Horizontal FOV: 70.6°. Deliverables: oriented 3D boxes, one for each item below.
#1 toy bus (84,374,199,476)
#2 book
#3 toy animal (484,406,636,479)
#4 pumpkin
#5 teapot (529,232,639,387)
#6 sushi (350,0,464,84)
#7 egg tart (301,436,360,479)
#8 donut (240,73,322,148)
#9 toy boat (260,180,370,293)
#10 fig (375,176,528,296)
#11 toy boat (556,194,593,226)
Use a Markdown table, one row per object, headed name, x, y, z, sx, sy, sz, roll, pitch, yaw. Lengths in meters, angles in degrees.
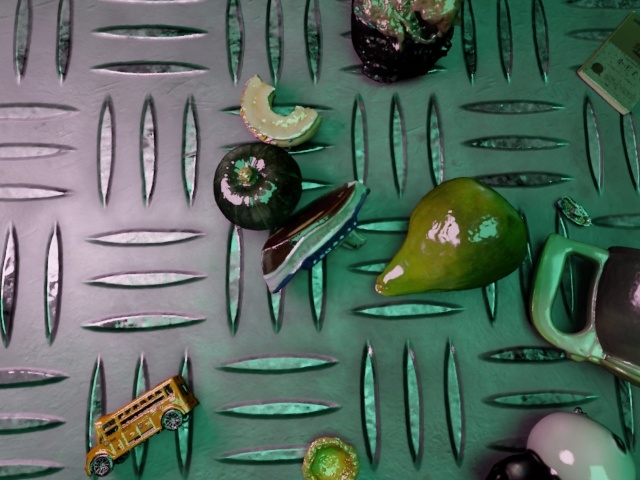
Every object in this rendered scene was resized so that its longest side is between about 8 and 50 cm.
| name | x | y | z | sx | sy | sz | roll | pitch | yaw |
| --- | --- | --- | --- | --- | --- | --- | --- | --- | --- |
| toy bus | -0.316 | 0.318 | 0.785 | 0.194 | 0.083 | 0.088 | -31 | 82 | -9 |
| book | 0.663 | -0.383 | 0.973 | 0.138 | 0.016 | 0.199 | 43 | 82 | 2 |
| toy animal | 0.410 | 0.404 | 0.763 | 0.235 | 0.187 | 0.165 | -40 | 96 | -6 |
| pumpkin | -0.114 | -0.100 | 0.832 | 0.167 | 0.125 | 0.167 | 5 | 68 | -11 |
| teapot | 0.558 | 0.134 | 0.792 | 0.321 | 0.239 | 0.239 | 22 | 93 | -4 |
| sushi | 0.160 | -0.447 | 0.850 | 0.238 | 0.219 | 0.225 | 2 | 78 | -4 |
| egg tart | 0.019 | 0.402 | 0.815 | 0.105 | 0.039 | 0.105 | 0 | 82 | -3 |
| donut | -0.089 | -0.236 | 0.882 | 0.166 | 0.065 | 0.108 | 34 | 82 | 1 |
| toy boat | 0.000 | 0.000 | 0.841 | 0.262 | 0.114 | 0.115 | -36 | 118 | -8 |
| fig | 0.222 | 0.023 | 0.822 | 0.275 | 0.206 | 0.206 | -40 | 86 | 6 |
| toy boat | 0.514 | -0.057 | 0.910 | 0.083 | 0.038 | 0.038 | 43 | 82 | 4 |
